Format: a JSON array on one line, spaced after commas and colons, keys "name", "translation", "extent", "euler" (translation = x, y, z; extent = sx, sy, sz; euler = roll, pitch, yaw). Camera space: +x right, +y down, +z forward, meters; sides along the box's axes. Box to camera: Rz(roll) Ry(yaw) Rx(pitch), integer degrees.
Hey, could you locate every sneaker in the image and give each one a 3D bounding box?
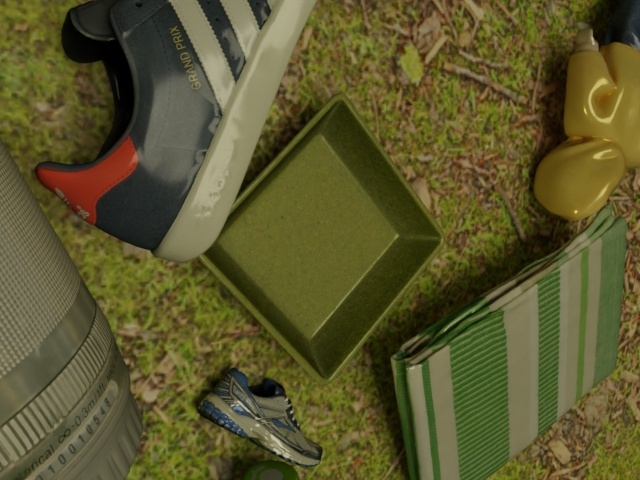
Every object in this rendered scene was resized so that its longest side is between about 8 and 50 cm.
[{"name": "sneaker", "translation": [-0.094, -0.167, 0.540], "extent": [0.148, 0.131, 0.350], "euler": [23, 80, -20]}, {"name": "sneaker", "translation": [-0.041, 0.157, 0.668], "extent": [0.135, 0.052, 0.058], "euler": [38, 71, -32]}]

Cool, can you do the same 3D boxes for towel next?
[{"name": "towel", "translation": [0.212, 0.130, 0.801], "extent": [0.325, 0.038, 0.248], "euler": [-30, 128, -26]}]

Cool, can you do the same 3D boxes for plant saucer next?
[{"name": "plant saucer", "translation": [0.000, 0.000, 0.669], "extent": [0.188, 0.045, 0.188], "euler": [-48, 118, -16]}]

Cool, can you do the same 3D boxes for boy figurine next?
[{"name": "boy figurine", "translation": [0.325, -0.147, 0.819], "extent": [0.177, 0.092, 0.285], "euler": [26, 85, -30]}]

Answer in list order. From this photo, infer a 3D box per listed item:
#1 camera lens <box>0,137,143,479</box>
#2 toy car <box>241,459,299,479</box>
[{"name": "camera lens", "translation": [-0.250, 0.045, 0.418], "extent": [0.219, 0.219, 0.274], "euler": [-33, 113, -23]}, {"name": "toy car", "translation": [-0.095, 0.293, 0.614], "extent": [0.188, 0.149, 0.155], "euler": [-7, 112, -19]}]
